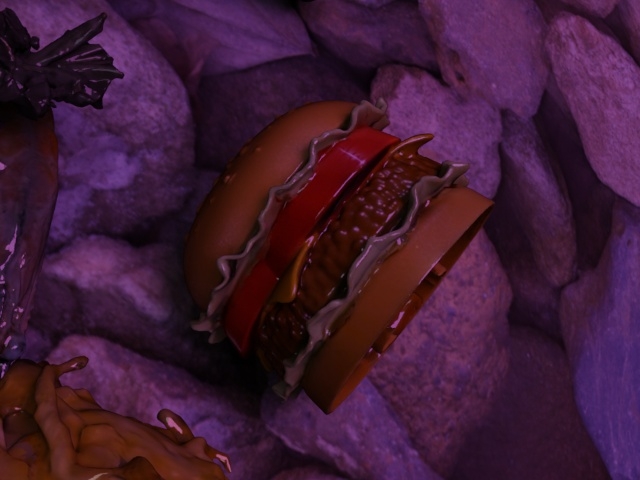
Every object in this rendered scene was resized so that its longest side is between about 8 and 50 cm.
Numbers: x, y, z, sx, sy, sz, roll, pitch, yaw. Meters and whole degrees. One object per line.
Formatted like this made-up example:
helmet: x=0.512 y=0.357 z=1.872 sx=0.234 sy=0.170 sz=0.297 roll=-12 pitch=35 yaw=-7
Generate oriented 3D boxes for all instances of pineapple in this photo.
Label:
pineapple: x=-0.278 y=-0.116 z=0.718 sx=0.248 sy=0.128 sz=0.128 roll=-26 pitch=91 yaw=-35

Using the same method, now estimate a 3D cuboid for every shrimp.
shrimp: x=-0.297 y=-0.026 z=0.770 sx=0.164 sy=0.062 sz=0.317 roll=4 pitch=69 yaw=-28

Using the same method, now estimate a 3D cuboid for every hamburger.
hamburger: x=0.000 y=0.000 z=0.850 sx=0.212 sy=0.274 sz=0.274 roll=38 pitch=52 yaw=11

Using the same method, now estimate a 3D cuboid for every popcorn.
popcorn: x=-0.159 y=0.204 z=0.692 sx=0.250 sy=0.250 sz=0.190 roll=44 pitch=71 yaw=-18
